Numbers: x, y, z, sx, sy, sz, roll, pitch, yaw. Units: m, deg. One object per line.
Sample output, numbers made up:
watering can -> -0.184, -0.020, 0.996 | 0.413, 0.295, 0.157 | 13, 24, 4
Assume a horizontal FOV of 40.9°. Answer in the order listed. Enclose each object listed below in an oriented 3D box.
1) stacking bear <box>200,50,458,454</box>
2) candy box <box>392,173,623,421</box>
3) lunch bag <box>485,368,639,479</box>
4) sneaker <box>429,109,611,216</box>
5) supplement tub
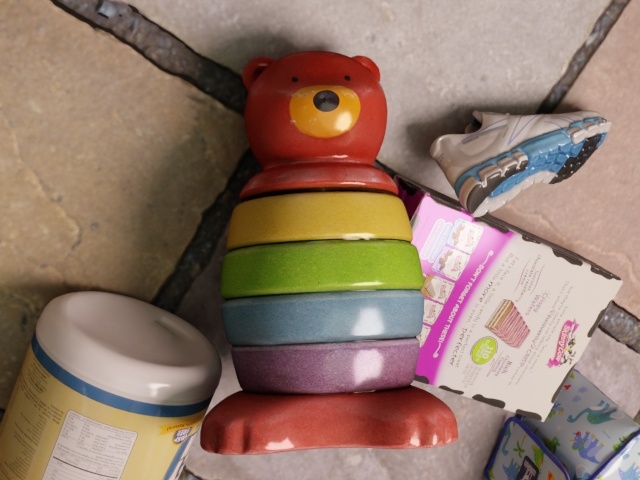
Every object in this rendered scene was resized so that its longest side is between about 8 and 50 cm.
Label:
stacking bear -> 0.000, 0.000, 0.642 | 0.176, 0.164, 0.288 | -2, 85, -2
candy box -> 0.138, 0.057, 0.784 | 0.234, 0.071, 0.159 | 22, 102, -24
lunch bag -> 0.246, 0.222, 0.854 | 0.151, 0.129, 0.096 | -45, 116, 4
sneaker -> 0.174, -0.089, 0.745 | 0.191, 0.083, 0.071 | -19, 146, -34
supplement tub -> -0.176, 0.156, 0.671 | 0.144, 0.144, 0.199 | 18, 104, -24
